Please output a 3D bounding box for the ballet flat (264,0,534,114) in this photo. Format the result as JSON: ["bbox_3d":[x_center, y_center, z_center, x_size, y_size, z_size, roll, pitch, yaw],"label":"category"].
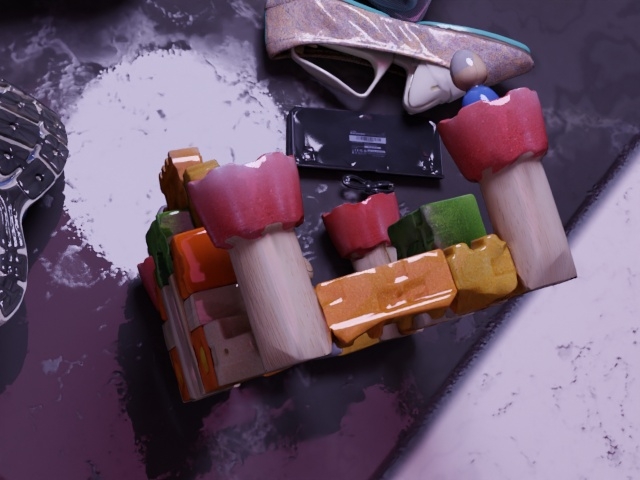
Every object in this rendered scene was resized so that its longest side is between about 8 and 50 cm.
[{"bbox_3d":[0.084,-0.205,1.389,0.316,0.107,0.106,14,81,-1],"label":"ballet flat"}]

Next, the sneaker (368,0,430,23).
[{"bbox_3d":[0.167,-0.366,1.437,0.366,0.137,0.210,4,72,-7],"label":"sneaker"}]

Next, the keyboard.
[{"bbox_3d":[0.052,-0.096,1.379,0.180,0.023,0.108,3,65,-12],"label":"keyboard"}]

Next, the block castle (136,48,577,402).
[{"bbox_3d":[0.000,0.000,1.110,0.303,0.453,0.212,-16,84,-17],"label":"block castle"}]

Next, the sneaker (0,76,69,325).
[{"bbox_3d":[-0.353,-0.030,1.199,0.130,0.147,0.330,34,43,-28],"label":"sneaker"}]
